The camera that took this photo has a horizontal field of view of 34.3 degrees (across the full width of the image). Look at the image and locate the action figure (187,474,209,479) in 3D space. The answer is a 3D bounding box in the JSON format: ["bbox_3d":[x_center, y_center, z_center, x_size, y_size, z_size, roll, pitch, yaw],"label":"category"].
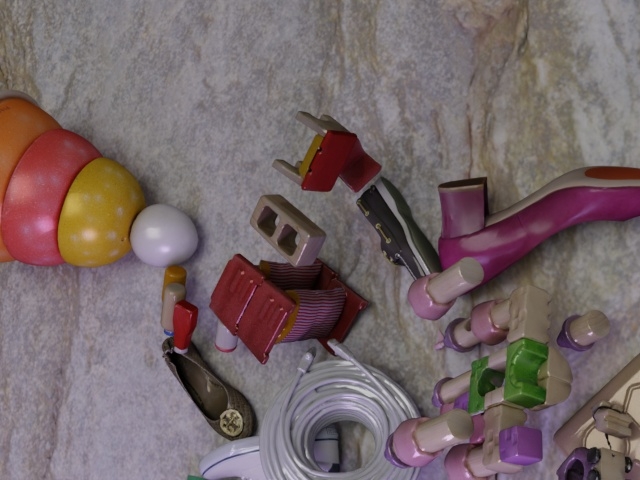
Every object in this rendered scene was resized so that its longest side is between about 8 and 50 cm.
[{"bbox_3d":[-0.131,0.463,1.726,0.232,0.063,0.137,-6,73,32],"label":"action figure"}]

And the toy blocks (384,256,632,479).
[{"bbox_3d":[0.242,0.225,1.496,0.260,0.308,0.289,-41,34,55],"label":"toy blocks"}]

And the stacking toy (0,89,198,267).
[{"bbox_3d":[-0.452,-0.056,1.936,0.479,0.350,0.351,20,88,16],"label":"stacking toy"}]

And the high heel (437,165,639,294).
[{"bbox_3d":[0.363,-0.011,1.567,0.377,0.127,0.181,-2,105,25],"label":"high heel"}]

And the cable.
[{"bbox_3d":[0.032,0.313,1.601,0.257,0.089,0.257,32,68,18],"label":"cable"}]

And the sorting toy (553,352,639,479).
[{"bbox_3d":[0.459,0.289,1.456,0.193,0.038,0.208,-47,55,12],"label":"sorting toy"}]

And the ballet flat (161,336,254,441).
[{"bbox_3d":[-0.205,0.257,1.821,0.084,0.058,0.250,-49,60,11],"label":"ballet flat"}]

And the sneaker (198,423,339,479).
[{"bbox_3d":[-0.087,0.370,1.706,0.258,0.094,0.091,-19,64,24],"label":"sneaker"}]

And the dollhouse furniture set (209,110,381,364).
[{"bbox_3d":[0.000,0.000,1.635,0.152,0.201,0.374,41,115,31],"label":"dollhouse furniture set"}]

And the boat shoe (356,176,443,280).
[{"bbox_3d":[0.130,0.000,1.688,0.068,0.081,0.228,-39,55,19],"label":"boat shoe"}]

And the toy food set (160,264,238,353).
[{"bbox_3d":[-0.203,0.146,1.830,0.232,0.111,0.105,25,122,22],"label":"toy food set"}]
